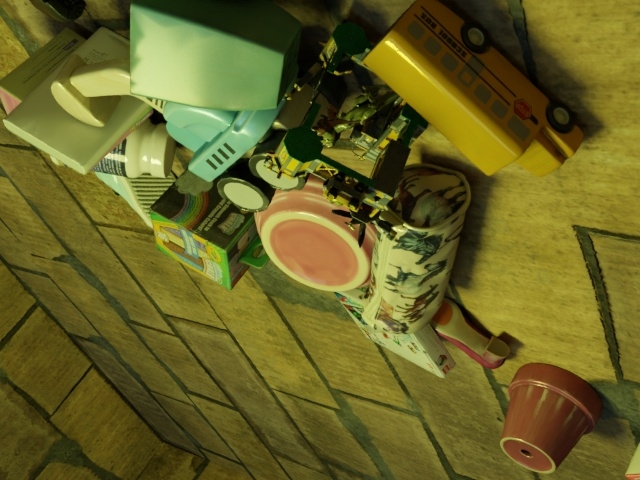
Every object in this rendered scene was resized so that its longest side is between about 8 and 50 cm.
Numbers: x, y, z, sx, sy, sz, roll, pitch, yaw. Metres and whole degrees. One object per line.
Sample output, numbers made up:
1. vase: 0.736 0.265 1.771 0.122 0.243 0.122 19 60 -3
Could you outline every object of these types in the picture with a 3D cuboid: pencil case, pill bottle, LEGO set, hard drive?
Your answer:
1. pencil case: 0.170 0.030 1.646 0.410 0.183 0.160 94 153 -54
2. pill bottle: -0.474 -0.227 1.947 0.264 0.153 0.153 10 148 1
3. LEGO set: 0.044 -0.170 1.404 0.255 0.331 0.192 19 155 -12
4. hard drive: -0.467 -0.295 1.739 0.203 0.307 0.040 30 153 12

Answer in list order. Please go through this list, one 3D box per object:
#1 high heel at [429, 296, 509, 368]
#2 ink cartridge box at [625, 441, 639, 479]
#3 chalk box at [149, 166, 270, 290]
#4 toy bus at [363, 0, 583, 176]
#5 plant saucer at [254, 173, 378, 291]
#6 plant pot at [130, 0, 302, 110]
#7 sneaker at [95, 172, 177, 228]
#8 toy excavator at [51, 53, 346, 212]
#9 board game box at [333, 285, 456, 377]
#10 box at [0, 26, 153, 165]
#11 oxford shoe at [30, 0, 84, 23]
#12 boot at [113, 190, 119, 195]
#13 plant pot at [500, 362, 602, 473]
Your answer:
1. high heel: 0.307 0.204 1.893 0.244 0.082 0.117 27 159 8
2. ink cartridge box: 0.802 0.530 1.792 0.237 0.100 0.172 42 151 -8
3. chalk box: -0.235 -0.020 2.026 0.289 0.180 0.179 29 150 15
4. toy bus: 0.235 -0.216 1.281 0.332 0.130 0.108 41 151 -8
5. plant saucer: 0.000 0.000 1.842 0.332 0.084 0.332 16 142 13
6. plant pot: -0.158 -0.308 1.334 0.234 0.165 0.166 16 133 5
7. sneaker: -0.478 -0.162 2.148 0.366 0.135 0.150 56 151 -14
8. toy excavator: -0.242 -0.256 1.566 0.445 0.222 0.433 34 151 -18
9. board game box: 0.162 0.193 1.959 0.305 0.053 0.193 22 153 56
10. box: -0.527 -0.307 1.833 0.243 0.213 0.117 33 153 14
11. oxford shoe: -0.605 -0.541 1.766 0.227 0.083 0.096 51 152 -22
12. boot: -0.582 -0.186 2.297 0.099 0.045 0.121 26 142 14
13. plant pot: 0.490 0.400 1.858 0.201 0.180 0.201 26 150 17
